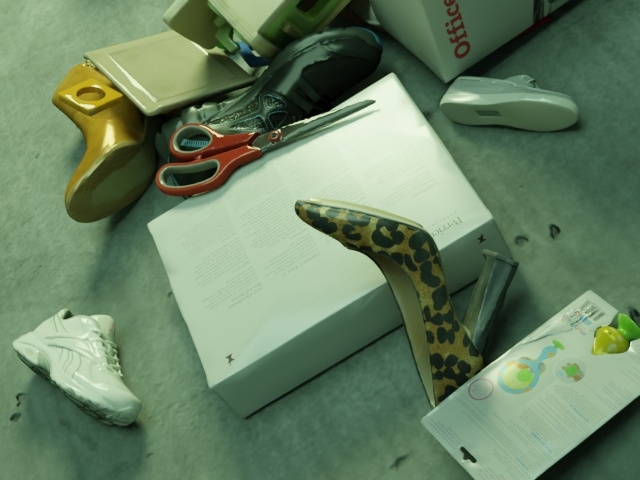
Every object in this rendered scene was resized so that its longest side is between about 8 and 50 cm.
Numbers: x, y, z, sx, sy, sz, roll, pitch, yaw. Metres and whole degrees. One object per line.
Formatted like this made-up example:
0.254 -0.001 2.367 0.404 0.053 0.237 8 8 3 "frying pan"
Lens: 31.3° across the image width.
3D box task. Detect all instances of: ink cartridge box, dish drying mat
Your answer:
0.238 -0.430 1.431 0.395 0.285 0.166 -34 50 -4 "ink cartridge box"
0.262 -0.284 1.520 0.083 0.008 0.032 -25 51 10 "dish drying mat"

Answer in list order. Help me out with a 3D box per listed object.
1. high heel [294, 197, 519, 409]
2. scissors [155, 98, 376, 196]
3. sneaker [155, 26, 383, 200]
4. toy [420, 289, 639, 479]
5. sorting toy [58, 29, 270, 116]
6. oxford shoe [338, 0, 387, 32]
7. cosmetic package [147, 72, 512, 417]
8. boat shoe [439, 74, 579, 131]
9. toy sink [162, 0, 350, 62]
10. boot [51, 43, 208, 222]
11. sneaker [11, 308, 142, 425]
0.071 0.068 1.226 0.093 0.261 0.186 -154 84 -79 "high heel"
-0.072 -0.115 1.449 0.297 0.021 0.109 -5 58 20 "scissors"
-0.052 -0.158 1.541 0.341 0.125 0.139 -31 65 12 "sneaker"
0.240 0.167 1.189 0.237 0.056 0.137 -38 45 -8 "toy"
-0.214 -0.233 1.623 0.348 0.047 0.196 -22 45 -33 "sorting toy"
0.061 -0.339 1.627 0.212 0.076 0.076 32 77 22 "oxford shoe"
0.000 0.000 1.400 0.377 0.097 0.284 -31 47 5 "cosmetic package"
0.240 -0.178 1.428 0.184 0.066 0.063 4 61 41 "boat shoe"
-0.070 -0.323 1.546 0.234 0.153 0.131 -45 73 9 "toy sink"
-0.323 -0.162 1.667 0.211 0.104 0.295 24 59 29 "boot"
-0.294 0.148 1.457 0.232 0.090 0.115 28 71 37 "sneaker"
